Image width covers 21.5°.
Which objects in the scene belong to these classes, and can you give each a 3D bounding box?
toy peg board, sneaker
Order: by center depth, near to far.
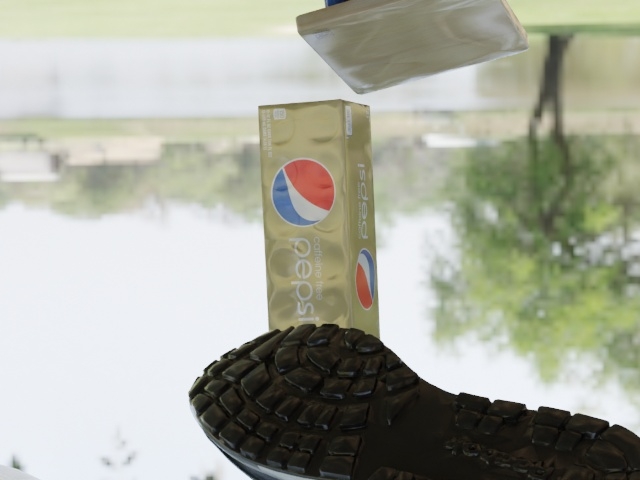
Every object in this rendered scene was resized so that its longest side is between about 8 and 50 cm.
[{"bbox_3d":[0.044,0.138,0.849,0.283,0.124,0.107,19,-136,42],"label":"sneaker"},{"bbox_3d":[0.076,-0.203,1.422,0.161,0.079,0.160,-14,161,17],"label":"toy peg board"}]

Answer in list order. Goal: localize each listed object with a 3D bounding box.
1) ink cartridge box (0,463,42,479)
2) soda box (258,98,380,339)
[{"bbox_3d":[-0.301,0.344,1.171,0.091,0.385,0.308,19,173,0],"label":"ink cartridge box"},{"bbox_3d":[0.000,0.000,1.110,0.061,0.181,0.058,-3,179,20],"label":"soda box"}]
